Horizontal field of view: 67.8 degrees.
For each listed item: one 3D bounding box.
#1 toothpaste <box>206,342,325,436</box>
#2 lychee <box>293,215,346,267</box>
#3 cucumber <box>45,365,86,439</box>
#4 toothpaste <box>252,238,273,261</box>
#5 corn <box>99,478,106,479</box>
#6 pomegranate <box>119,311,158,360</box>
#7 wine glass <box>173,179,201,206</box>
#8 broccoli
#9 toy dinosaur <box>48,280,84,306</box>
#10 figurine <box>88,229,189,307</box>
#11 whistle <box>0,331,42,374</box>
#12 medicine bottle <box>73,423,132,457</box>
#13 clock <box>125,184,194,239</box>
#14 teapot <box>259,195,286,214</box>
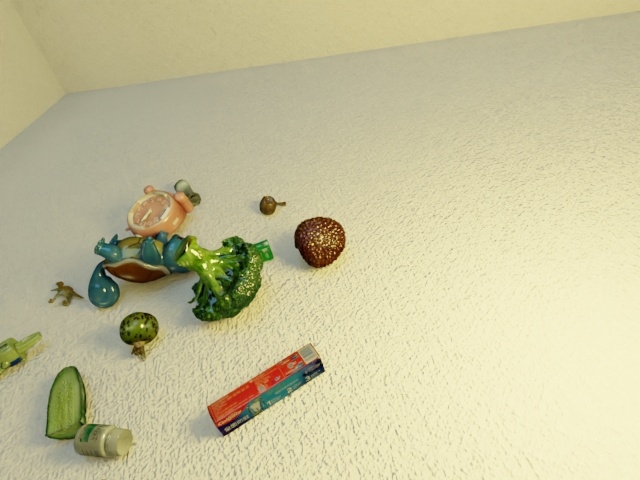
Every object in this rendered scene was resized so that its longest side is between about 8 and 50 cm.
[{"bbox_3d":[-0.140,0.397,1.278,0.320,0.076,0.066,-28,42,-15],"label":"toothpaste"},{"bbox_3d":[0.000,0.000,1.606,0.188,0.188,0.188,-9,41,8],"label":"lychee"},{"bbox_3d":[-0.731,0.469,1.396,0.115,0.063,0.244,-28,42,-4],"label":"cucumber"},{"bbox_3d":[-0.304,0.074,1.700,0.266,0.065,0.050,-20,40,-5],"label":"toothpaste"},{"bbox_3d":[-0.576,0.678,1.087,0.097,0.097,0.262,9,46,26],"label":"corn"},{"bbox_3d":[-0.573,0.299,1.505,0.122,0.122,0.162,-13,64,3],"label":"pomegranate"},{"bbox_3d":[-0.589,-0.211,2.108,0.072,0.072,0.155,-33,44,-19],"label":"wine glass"},{"bbox_3d":[-0.333,0.110,1.517,0.297,0.297,0.298,-38,33,30],"label":"broccoli"},{"bbox_3d":[-0.948,0.190,1.800,0.161,0.039,0.126,-11,39,4],"label":"toy dinosaur"},{"bbox_3d":[-0.655,0.061,1.701,0.416,0.243,0.298,-24,0,-8],"label":"figurine"},{"bbox_3d":[-1.035,0.379,1.579,0.227,0.085,0.105,-34,44,-18],"label":"whistle"},{"bbox_3d":[-0.574,0.530,1.263,0.130,0.080,0.080,-4,42,15],"label":"medicine bottle"},{"bbox_3d":[-0.671,-0.086,1.958,0.227,0.142,0.241,11,57,24],"label":"clock"},{"bbox_3d":[-0.193,-0.153,1.913,0.110,0.080,0.085,-13,68,-17],"label":"teapot"}]
